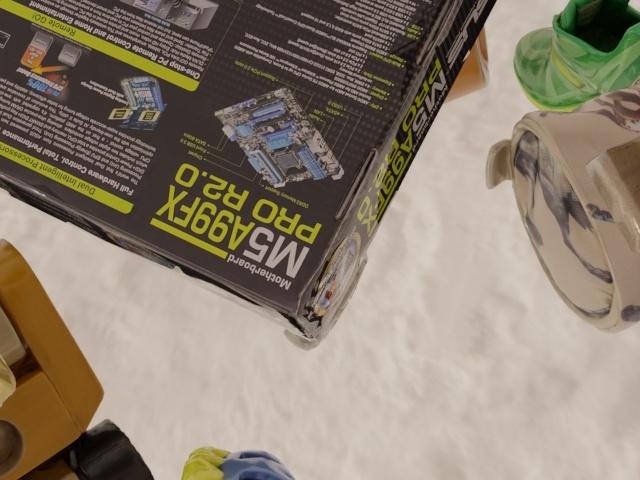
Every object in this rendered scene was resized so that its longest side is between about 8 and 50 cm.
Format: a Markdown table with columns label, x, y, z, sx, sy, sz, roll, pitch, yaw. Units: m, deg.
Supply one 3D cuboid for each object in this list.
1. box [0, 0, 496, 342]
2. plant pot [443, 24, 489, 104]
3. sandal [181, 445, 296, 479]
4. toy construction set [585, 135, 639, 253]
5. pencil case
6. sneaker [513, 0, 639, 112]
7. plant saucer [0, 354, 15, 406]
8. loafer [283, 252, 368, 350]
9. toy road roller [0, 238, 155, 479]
| label | x | y | z | sx | sy | sz | roll | pitch | yaw |
| --- | --- | --- | --- | --- | --- | --- | --- | --- | --- |
| box | -0.073 | -0.105 | 0.753 | 0.270 | 0.060 | 0.216 | 24 | 81 | 17 |
| plant pot | 0.055 | -0.192 | 1.440 | 0.188 | 0.205 | 0.205 | -9 | 93 | 13 |
| sandal | -0.017 | 0.198 | 0.824 | 0.138 | 0.317 | 0.126 | 3 | 102 | -5 |
| toy construction set | 0.183 | -0.134 | 0.582 | 0.257 | 0.237 | 0.309 | 36 | 57 | -1 |
| pencil case | 0.327 | -0.085 | 1.072 | 0.410 | 0.183 | 0.160 | -24 | 131 | -3 |
| sneaker | 0.258 | -0.174 | 1.386 | 0.109 | 0.295 | 0.123 | -26 | 108 | -11 |
| plant saucer | -0.404 | 0.089 | 1.020 | 0.333 | 0.333 | 0.081 | 16 | 54 | -23 |
| loafer | 0.000 | 0.000 | 1.807 | 0.111 | 0.319 | 0.112 | 26 | 130 | -6 |
| toy road roller | -0.308 | 0.153 | 1.333 | 0.202 | 0.240 | 0.329 | -34 | 117 | -17 |
